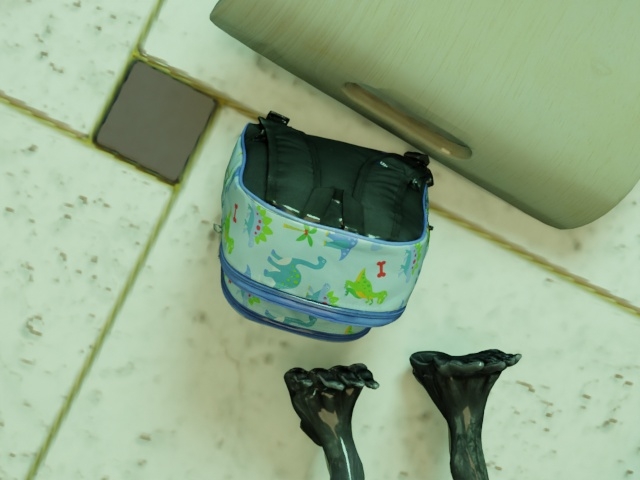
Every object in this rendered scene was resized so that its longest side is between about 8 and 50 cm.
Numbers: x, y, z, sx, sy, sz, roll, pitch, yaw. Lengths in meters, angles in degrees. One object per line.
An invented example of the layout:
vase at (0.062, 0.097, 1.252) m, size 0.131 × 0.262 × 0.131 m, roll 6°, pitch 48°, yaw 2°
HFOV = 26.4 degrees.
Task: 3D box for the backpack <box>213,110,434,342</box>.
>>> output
backpack at (0.000, 0.000, 0.657) m, size 0.105 × 0.114 × 0.084 m, roll 15°, pitch 111°, yaw -5°

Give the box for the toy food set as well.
toy food set at (0.115, -0.184, 0.680) m, size 0.220 × 0.092 × 0.306 m, roll 30°, pitch 92°, yaw -15°

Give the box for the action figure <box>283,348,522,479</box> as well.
action figure at (0.043, 0.195, 0.656) m, size 0.164 × 0.141 × 0.275 m, roll -5°, pitch 89°, yaw -5°
